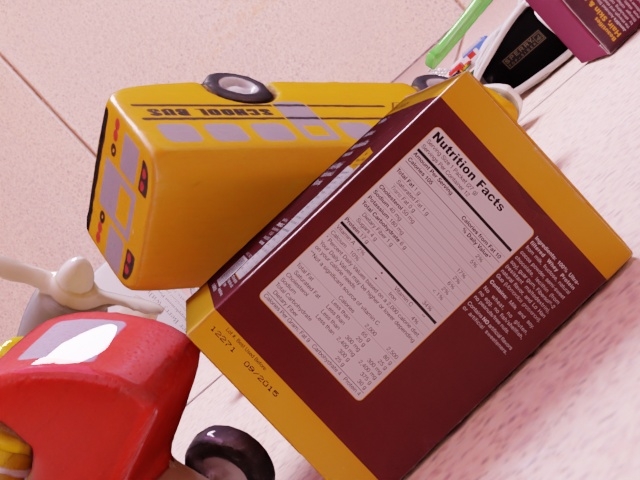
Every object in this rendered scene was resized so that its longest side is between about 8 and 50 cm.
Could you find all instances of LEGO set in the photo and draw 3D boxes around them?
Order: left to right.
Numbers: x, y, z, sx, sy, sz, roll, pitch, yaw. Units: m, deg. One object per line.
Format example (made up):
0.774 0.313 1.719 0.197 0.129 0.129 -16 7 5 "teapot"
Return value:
0.262 -0.312 1.917 0.244 0.060 0.182 -45 3 -12 "LEGO set"

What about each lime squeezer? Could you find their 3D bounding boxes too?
0.238 -0.298 1.398 0.310 0.110 0.059 -35 46 -28 "lime squeezer"

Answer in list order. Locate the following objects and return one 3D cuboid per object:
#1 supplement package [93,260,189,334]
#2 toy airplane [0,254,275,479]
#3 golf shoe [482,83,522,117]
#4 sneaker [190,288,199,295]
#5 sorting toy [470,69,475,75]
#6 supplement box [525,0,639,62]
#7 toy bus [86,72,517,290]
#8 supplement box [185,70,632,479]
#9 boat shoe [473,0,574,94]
-0.307 0.168 1.665 0.175 0.177 0.293 -38 9 38 "supplement package"
-0.247 0.171 0.839 0.384 0.272 0.386 -44 7 -6 "toy airplane"
0.152 -0.124 1.274 0.086 0.067 0.186 -44 6 -25 "golf shoe"
-0.124 0.073 1.565 0.270 0.090 0.145 -54 12 53 "sneaker"
0.268 -0.246 1.451 0.274 0.046 0.132 -39 4 35 "sorting toy"
0.294 -0.272 1.209 0.188 0.104 0.081 -43 6 -5 "supplement box"
0.006 -0.045 0.898 0.333 0.130 0.108 -4 -59 -31 "toy bus"
0.037 0.022 0.719 0.194 0.129 0.191 -43 6 -3 "supplement box"
0.254 -0.242 1.322 0.267 0.096 0.088 -40 11 34 "boat shoe"
